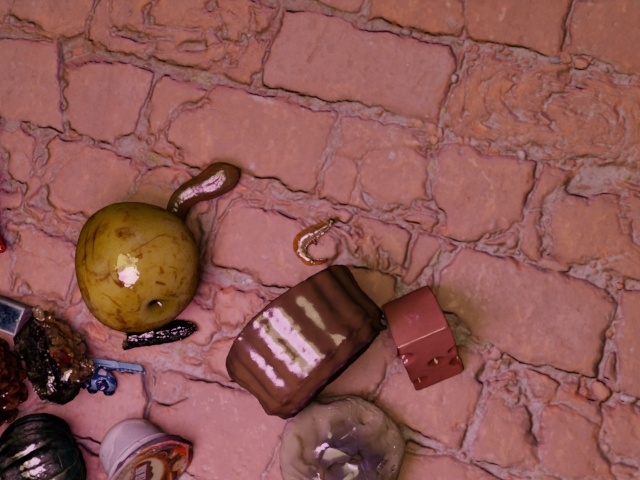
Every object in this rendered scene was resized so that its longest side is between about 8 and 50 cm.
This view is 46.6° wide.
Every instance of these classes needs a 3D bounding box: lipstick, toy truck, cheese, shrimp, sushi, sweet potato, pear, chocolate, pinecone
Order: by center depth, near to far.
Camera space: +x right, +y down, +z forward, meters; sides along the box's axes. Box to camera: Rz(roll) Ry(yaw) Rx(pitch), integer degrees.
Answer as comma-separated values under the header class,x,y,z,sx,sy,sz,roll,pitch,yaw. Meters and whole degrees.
class,x,y,z,sx,sy,sz,roll,pitch,yaw
cheese,0.205,0.201,1.526,0.128,0.177,0.203,-22,80,5
pear,-0.393,0.054,1.594,0.283,0.283,0.284,-1,83,8
chocolate,-0.391,0.454,1.597,0.221,0.221,0.147,-43,54,1
pinecone,-0.779,0.338,1.630,0.244,0.244,0.309,43,107,11
sushi,-0.575,0.256,1.634,0.115,0.147,0.212,-42,57,5
shrimp,0.000,0.000,1.659,0.127,0.025,0.091,-40,79,6
toy truck,-0.469,0.311,1.672,0.136,0.063,0.074,8,65,6
sweet potato,-0.284,-0.103,1.696,0.233,0.062,0.081,-39,81,5
lipstick,-0.805,0.147,1.729,0.289,0.076,0.077,17,87,12

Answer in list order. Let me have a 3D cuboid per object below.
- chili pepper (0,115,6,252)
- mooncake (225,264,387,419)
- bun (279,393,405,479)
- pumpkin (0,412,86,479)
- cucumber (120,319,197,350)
class,x,y,z,sx,sy,sz,roll,pitch,yaw
chili pepper,-0.826,-0.130,1.739,0.131,0.134,0.338,-11,83,20
mooncake,-0.024,0.206,1.489,0.324,0.324,0.187,-42,80,1
bun,0.040,0.450,1.527,0.272,0.168,0.273,0,88,2
pumpkin,-0.596,0.478,1.588,0.162,0.220,0.220,-18,80,-15
cucumber,-0.365,0.211,1.673,0.181,0.053,0.053,-9,82,5
